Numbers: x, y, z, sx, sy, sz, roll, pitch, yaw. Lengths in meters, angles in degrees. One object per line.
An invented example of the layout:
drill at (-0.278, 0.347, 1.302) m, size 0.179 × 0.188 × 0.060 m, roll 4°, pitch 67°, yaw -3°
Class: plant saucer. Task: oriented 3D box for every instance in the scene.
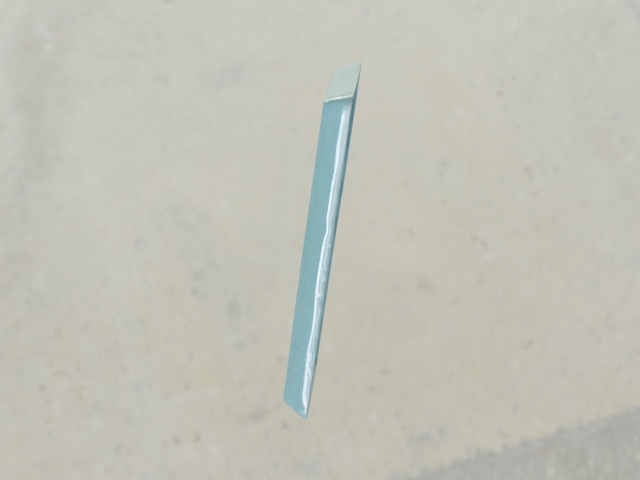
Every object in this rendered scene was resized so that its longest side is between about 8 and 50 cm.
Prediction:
plant saucer at (0.000, 0.000, 0.850) m, size 0.018 × 0.192 × 0.067 m, roll 10°, pitch 25°, yaw 1°
